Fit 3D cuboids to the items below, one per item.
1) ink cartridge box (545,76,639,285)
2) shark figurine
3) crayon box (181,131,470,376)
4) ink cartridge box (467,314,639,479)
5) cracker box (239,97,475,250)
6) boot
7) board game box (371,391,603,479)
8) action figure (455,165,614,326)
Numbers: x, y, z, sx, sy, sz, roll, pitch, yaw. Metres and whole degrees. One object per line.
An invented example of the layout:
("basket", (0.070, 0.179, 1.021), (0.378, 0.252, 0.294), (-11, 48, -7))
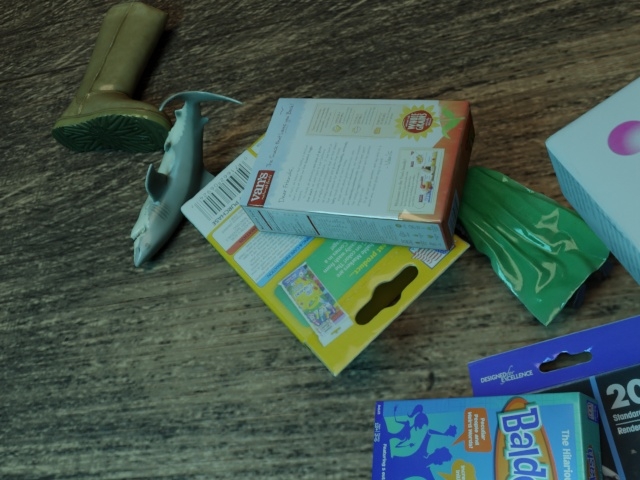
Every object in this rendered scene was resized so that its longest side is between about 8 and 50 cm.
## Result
("ink cartridge box", (0.315, -0.019, 0.244), (0.324, 0.071, 0.330), (-35, 48, 12))
("shark figurine", (-0.169, -0.103, 0.889), (0.116, 0.278, 0.166), (21, 32, -9))
("crayon box", (0.000, 0.000, 0.792), (0.203, 0.083, 0.323), (-43, 55, -6))
("ink cartridge box", (0.239, 0.179, 0.593), (0.206, 0.045, 0.208), (-24, 54, 27))
("cracker box", (0.042, -0.080, 0.731), (0.232, 0.067, 0.155), (7, 64, 23))
("boot", (-0.307, -0.279, 1.066), (0.236, 0.089, 0.269), (4, 62, 23))
("board game box", (0.142, 0.223, 0.584), (0.210, 0.047, 0.160), (-15, 60, 38))
("action figure", (0.210, -0.019, 0.734), (0.137, 0.063, 0.232), (-44, 53, -5))
